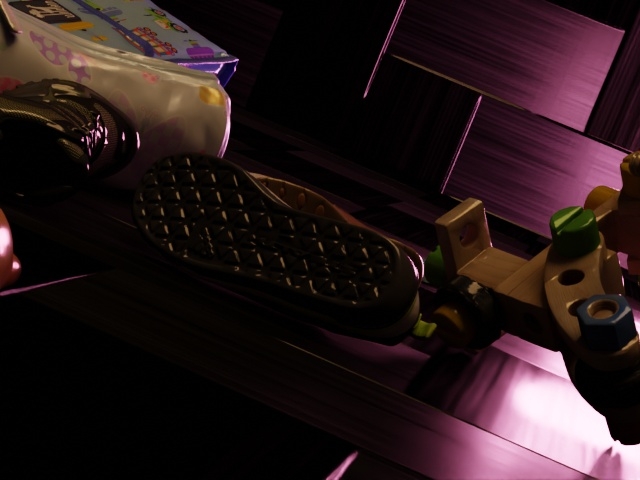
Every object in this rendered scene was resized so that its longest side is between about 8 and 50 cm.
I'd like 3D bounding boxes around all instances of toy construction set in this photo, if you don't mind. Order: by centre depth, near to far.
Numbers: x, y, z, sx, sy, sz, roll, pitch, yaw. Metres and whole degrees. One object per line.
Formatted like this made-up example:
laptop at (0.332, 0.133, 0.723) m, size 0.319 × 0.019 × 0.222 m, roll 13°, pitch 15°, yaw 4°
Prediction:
toy construction set at (0.226, 0.039, 1.369) m, size 0.237 × 0.257 × 0.309 m, roll 11°, pitch -24°, yaw 44°

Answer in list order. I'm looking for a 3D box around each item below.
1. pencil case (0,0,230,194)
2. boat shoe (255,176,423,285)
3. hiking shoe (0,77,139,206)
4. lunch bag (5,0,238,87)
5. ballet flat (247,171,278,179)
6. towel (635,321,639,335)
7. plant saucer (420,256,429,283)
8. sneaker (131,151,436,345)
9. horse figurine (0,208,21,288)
pencil case at (-0.207, -0.117, 1.441) m, size 0.273 × 0.124 × 0.113 m, roll 19°, pitch 7°, yaw -35°
boat shoe at (0.000, 0.000, 1.483) m, size 0.178 × 0.064 × 0.060 m, roll 27°, pitch -1°, yaw -23°
hiking shoe at (-0.197, -0.058, 1.257) m, size 0.114 × 0.086 × 0.227 m, roll 41°, pitch 21°, yaw 29°
lunch bag at (-0.263, -0.189, 1.781) m, size 0.221 × 0.138 × 0.293 m, roll 36°, pitch 17°, yaw 23°
ballet flat at (-0.084, -0.037, 1.589) m, size 0.168 × 0.057 × 0.052 m, roll 19°, pitch 34°, yaw 4°
towel at (0.343, 0.111, 1.854) m, size 0.329 × 0.037 × 0.237 m, roll 28°, pitch 7°, yaw 41°
plant saucer at (0.053, 0.013, 1.739) m, size 0.192 × 0.018 × 0.067 m, roll 16°, pitch 9°, yaw -40°
sneaker at (-0.029, 0.019, 1.238) m, size 0.234 × 0.084 × 0.097 m, roll 26°, pitch -17°, yaw 25°
horse figurine at (-0.201, 0.002, 0.716) m, size 0.174 × 0.066 × 0.263 m, roll 19°, pitch 7°, yaw 25°
